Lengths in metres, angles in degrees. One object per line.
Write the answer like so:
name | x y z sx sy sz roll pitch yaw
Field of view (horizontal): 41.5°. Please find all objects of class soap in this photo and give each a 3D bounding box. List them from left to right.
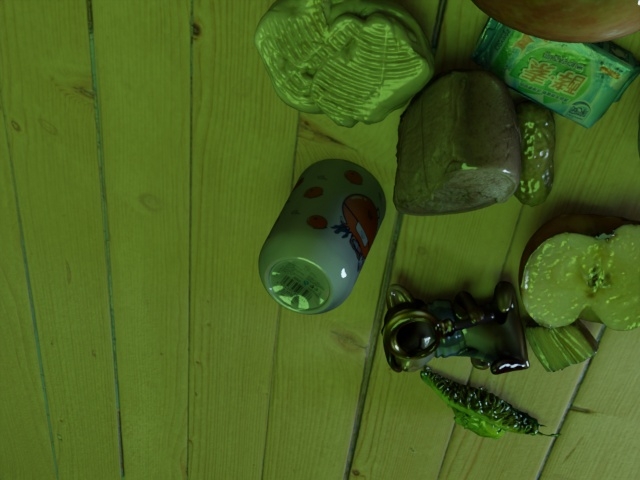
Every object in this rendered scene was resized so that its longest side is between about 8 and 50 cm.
soap | 0.427 -0.324 1.536 0.293 0.077 0.156 27 130 0

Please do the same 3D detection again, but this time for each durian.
durian | 0.408 0.427 2.092 0.375 0.107 0.132 27 135 5

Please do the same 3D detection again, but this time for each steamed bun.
steamed bun | 0.053 -0.358 1.578 0.289 0.203 0.276 -19 109 15
steamed bun | 0.273 -0.172 1.588 0.199 0.252 0.301 11 162 -20

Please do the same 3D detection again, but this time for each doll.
doll | 0.302 0.219 1.904 0.339 0.209 0.318 1 141 12

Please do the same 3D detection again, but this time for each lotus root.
lotus root | 0.546 0.219 1.895 0.135 0.095 0.159 53 145 -12

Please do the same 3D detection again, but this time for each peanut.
peanut | 0.408 -0.165 1.644 0.095 0.108 0.226 0 127 14

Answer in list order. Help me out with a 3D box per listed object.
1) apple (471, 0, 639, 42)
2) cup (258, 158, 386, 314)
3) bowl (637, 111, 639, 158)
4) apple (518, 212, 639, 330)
apple | 0.361 -0.474 1.220 0.346 0.391 0.392 8 128 22
cup | 0.000 0.000 1.782 0.212 0.317 0.212 10 129 13
bowl | 0.650 -0.206 1.476 0.313 0.146 0.314 -13 121 -23
apple | 0.544 0.045 1.716 0.292 0.163 0.251 2 117 3
